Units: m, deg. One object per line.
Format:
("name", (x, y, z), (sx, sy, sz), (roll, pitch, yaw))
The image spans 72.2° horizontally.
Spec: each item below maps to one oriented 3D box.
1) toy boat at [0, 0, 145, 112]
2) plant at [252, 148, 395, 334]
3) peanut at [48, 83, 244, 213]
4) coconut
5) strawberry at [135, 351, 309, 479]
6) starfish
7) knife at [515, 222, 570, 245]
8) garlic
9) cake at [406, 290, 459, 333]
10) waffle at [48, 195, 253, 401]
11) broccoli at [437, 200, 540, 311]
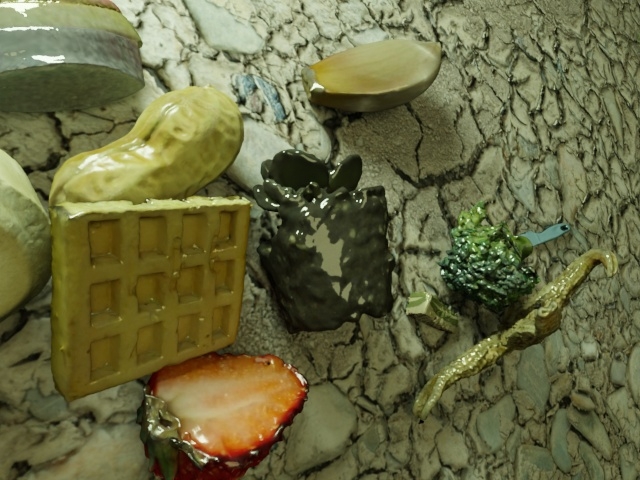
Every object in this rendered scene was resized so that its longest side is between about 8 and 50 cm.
("toy boat", (-0.373, -0.295, 0.577), (0.276, 0.111, 0.293), (-4, 72, -38))
("plant", (0.000, 0.000, 0.683), (0.199, 0.188, 0.275), (-11, 88, -28))
("peanut", (-0.222, -0.108, 0.597), (0.147, 0.147, 0.305), (48, 61, -13))
("coconut", (-0.396, -0.013, 0.449), (0.202, 0.222, 0.202), (-27, 133, -33))
("strawberry", (-0.127, 0.245, 0.600), (0.237, 0.190, 0.111), (-2, 121, -42))
("starfish", (0.374, 0.164, 0.817), (0.432, 0.324, 0.082), (-25, 71, -35))
("knife", (0.529, -0.005, 1.088), (0.313, 0.019, 0.044), (-16, 81, -31))
("garlic", (0.112, -0.317, 0.854), (0.318, 0.112, 0.143), (-18, 66, -25))
("cake", (0.225, 0.147, 0.876), (0.140, 0.055, 0.051), (35, 62, -39))
("waffle", (-0.196, 0.058, 0.546), (0.248, 0.055, 0.220), (-10, 114, -48))
("broccoli", (0.348, 0.014, 0.913), (0.198, 0.177, 0.275), (49, 40, -2))
